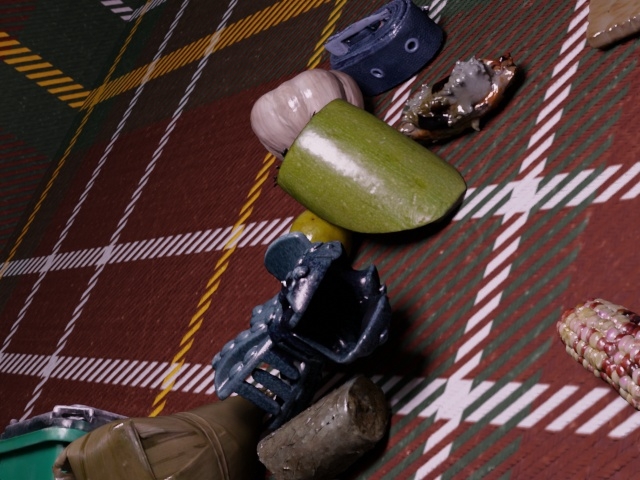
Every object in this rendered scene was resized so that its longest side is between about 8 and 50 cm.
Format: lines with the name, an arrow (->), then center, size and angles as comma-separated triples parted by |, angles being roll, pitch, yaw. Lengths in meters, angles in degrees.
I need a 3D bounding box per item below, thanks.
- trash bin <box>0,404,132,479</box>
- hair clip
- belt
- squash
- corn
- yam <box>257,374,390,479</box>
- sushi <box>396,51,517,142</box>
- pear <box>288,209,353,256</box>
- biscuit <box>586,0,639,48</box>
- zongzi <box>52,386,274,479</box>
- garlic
trash bin -> -0.354, 0.465, 1.456 | 0.259, 0.295, 0.381 | -20, 55, 44
hair clip -> -0.014, 0.118, 1.333 | 0.310, 0.194, 0.206 | -46, 16, 45
belt -> 0.103, -0.353, 1.731 | 0.218, 0.128, 0.122 | -20, 45, 47
squash -> 0.080, -0.086, 1.501 | 0.189, 0.260, 0.189 | -52, -11, -15
corn -> 0.333, 0.125, 0.962 | 0.092, 0.092, 0.280 | -53, 27, 4
yam -> 0.006, 0.263, 1.287 | 0.183, 0.107, 0.107 | -41, 33, 21
sushi -> 0.201, -0.208, 1.481 | 0.226, 0.103, 0.097 | -35, 52, 35
pear -> 0.000, 0.000, 1.546 | 0.107, 0.107, 0.131 | -17, 50, 47
biscuit -> 0.502, -0.387, 1.278 | 0.325, 0.044, 0.217 | -19, 46, 46
zongzi -> -0.140, 0.439, 1.344 | 0.181, 0.418, 0.447 | -20, 84, 33
garlic -> -0.005, -0.186, 1.722 | 0.218, 0.218, 0.212 | -28, 80, 38
